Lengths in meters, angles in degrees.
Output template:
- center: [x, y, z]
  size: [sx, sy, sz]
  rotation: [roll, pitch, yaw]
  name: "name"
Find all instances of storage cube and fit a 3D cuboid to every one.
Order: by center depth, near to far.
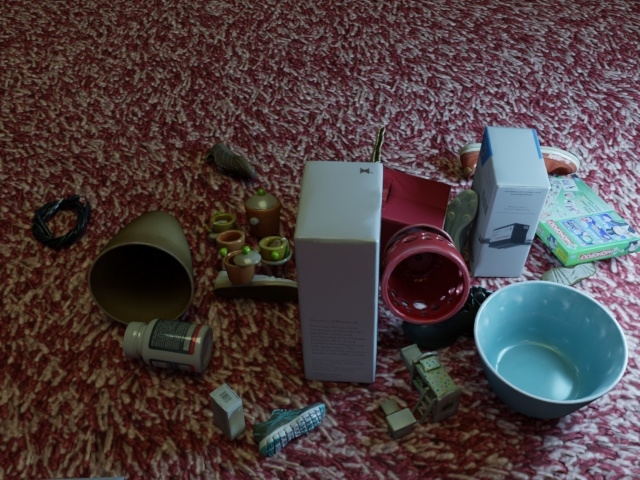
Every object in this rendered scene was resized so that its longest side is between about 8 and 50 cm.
- center: [0.201, -0.039, 1.814]
  size: [0.193, 0.215, 0.183]
  rotation: [15, 47, 5]
  name: "storage cube"

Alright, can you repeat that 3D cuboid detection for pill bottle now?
- center: [-0.339, 0.230, 1.623]
  size: [0.180, 0.108, 0.108]
  rotation: [7, 46, 7]
  name: "pill bottle"

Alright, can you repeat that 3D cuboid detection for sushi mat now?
- center: [0.106, -0.124, 1.822]
  size: [0.019, 0.316, 0.151]
  rotation: [16, 46, -2]
  name: "sushi mat"

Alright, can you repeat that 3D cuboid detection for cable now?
- center: [-0.697, -0.053, 1.944]
  size: [0.151, 0.047, 0.184]
  rotation: [-3, 47, -3]
  name: "cable"

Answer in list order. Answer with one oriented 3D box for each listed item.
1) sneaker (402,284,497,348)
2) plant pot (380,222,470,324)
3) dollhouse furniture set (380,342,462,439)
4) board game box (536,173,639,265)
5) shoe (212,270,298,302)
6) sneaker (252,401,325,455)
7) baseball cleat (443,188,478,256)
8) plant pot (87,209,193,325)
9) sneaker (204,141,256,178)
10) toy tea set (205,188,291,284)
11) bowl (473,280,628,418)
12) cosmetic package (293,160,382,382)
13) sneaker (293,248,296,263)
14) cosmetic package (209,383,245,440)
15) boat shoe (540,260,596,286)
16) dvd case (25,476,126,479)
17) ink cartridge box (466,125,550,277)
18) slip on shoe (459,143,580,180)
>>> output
- center: [0.325, 0.161, 1.670]
  size: [0.286, 0.130, 0.109]
  rotation: [-12, 49, -9]
  name: "sneaker"
- center: [0.225, 0.068, 1.623]
  size: [0.191, 0.191, 0.174]
  rotation: [0, 22, 1]
  name: "plant pot"
- center: [0.183, 0.300, 1.554]
  size: [0.161, 0.101, 0.182]
  rotation: [-19, 49, -17]
  name: "dollhouse furniture set"
- center: [0.653, -0.062, 1.903]
  size: [0.213, 0.046, 0.317]
  rotation: [-10, 38, -12]
  name: "board game box"
- center: [-0.151, 0.105, 1.765]
  size: [0.219, 0.076, 0.058]
  rotation: [2, 51, 5]
  name: "shoe"
- center: [-0.069, 0.374, 1.516]
  size: [0.166, 0.065, 0.076]
  rotation: [-25, 47, -24]
  name: "sneaker"
- center: [0.342, -0.034, 1.812]
  size: [0.072, 0.206, 0.109]
  rotation: [25, 17, 18]
  name: "baseball cleat"
- center: [-0.410, 0.041, 1.753]
  size: [0.237, 0.237, 0.254]
  rotation: [-2, 31, -1]
  name: "plant pot"
- center: [-0.260, -0.214, 2.096]
  size: [0.071, 0.066, 0.188]
  rotation: [-43, 52, -14]
  name: "sneaker"
- center: [-0.176, -0.026, 1.809]
  size: [0.200, 0.124, 0.336]
  rotation: [-9, 30, -12]
  name: "toy tea set"
- center: [0.472, 0.254, 1.554]
  size: [0.311, 0.163, 0.311]
  rotation: [0, 45, 0]
  name: "bowl"
- center: [0.044, 0.078, 1.526]
  size: [0.161, 0.453, 0.230]
  rotation: [2, 45, 5]
  name: "cosmetic package"
- center: [0.000, -0.002, 1.887]
  size: [0.170, 0.051, 0.089]
  rotation: [-20, 49, -12]
  name: "sneaker"
- center: [-0.190, 0.353, 1.498]
  size: [0.041, 0.115, 0.060]
  rotation: [-34, 56, -29]
  name: "cosmetic package"
- center: [0.604, 0.092, 1.789]
  size: [0.152, 0.049, 0.056]
  rotation: [-11, 65, -16]
  name: "boat shoe"
- center: [-0.501, 0.540, 1.380]
  size: [0.239, 0.029, 0.179]
  rotation: [-2, 46, -1]
  name: "dvd case"
- center: [0.448, -0.090, 1.788]
  size: [0.129, 0.307, 0.223]
  rotation: [2, 46, 0]
  name: "ink cartridge box"
- center: [0.557, -0.205, 2.046]
  size: [0.331, 0.123, 0.101]
  rotation: [3, 73, 1]
  name: "slip on shoe"
